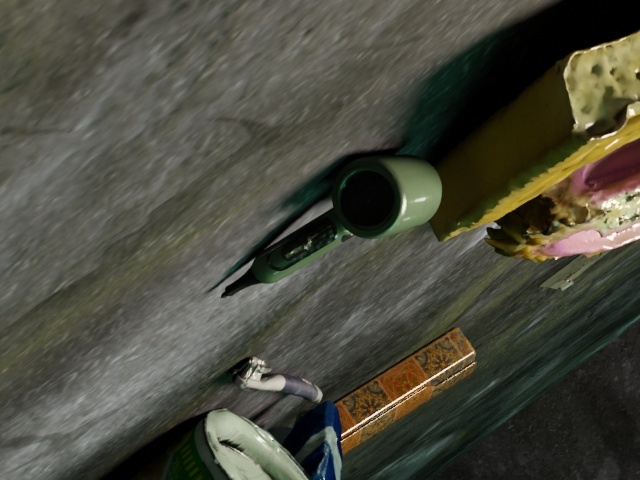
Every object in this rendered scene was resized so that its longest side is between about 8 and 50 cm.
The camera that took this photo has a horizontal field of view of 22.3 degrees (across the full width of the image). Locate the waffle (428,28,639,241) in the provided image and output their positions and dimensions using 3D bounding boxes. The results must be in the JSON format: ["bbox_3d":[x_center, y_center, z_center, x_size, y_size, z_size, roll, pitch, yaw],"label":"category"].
[{"bbox_3d":[0.197,-0.094,1.014,0.248,0.055,0.221,-27,176,-23],"label":"waffle"}]

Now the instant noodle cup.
[{"bbox_3d":[-0.116,0.272,1.356,0.233,0.207,0.207,-46,165,13],"label":"instant noodle cup"}]

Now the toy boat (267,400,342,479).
[{"bbox_3d":[-0.055,0.270,1.538,0.291,0.070,0.210,-37,-147,61],"label":"toy boat"}]

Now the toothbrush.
[{"bbox_3d":[-0.031,0.120,1.372,0.026,0.024,0.288,-50,166,1],"label":"toothbrush"}]

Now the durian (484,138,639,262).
[{"bbox_3d":[0.263,-0.072,1.245,0.341,0.112,0.191,-24,174,-13],"label":"durian"}]

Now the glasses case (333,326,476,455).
[{"bbox_3d":[0.071,0.178,1.789,0.218,0.049,0.075,-30,167,-23],"label":"glasses case"}]

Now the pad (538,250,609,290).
[{"bbox_3d":[0.385,-0.017,1.981,0.265,0.009,0.159,-38,167,13],"label":"pad"}]

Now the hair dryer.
[{"bbox_3d":[0.000,0.000,0.966,0.150,0.047,0.071,-33,170,23],"label":"hair dryer"}]
